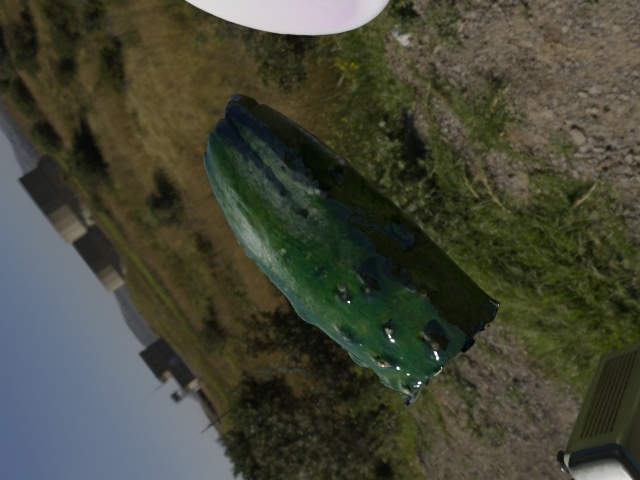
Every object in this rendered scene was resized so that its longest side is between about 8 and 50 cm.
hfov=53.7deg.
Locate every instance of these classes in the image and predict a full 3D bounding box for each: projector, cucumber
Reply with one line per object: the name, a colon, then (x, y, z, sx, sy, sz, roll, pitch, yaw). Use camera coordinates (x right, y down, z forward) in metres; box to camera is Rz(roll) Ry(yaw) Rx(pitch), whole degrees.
projector: (0.340, 0.227, 0.564, 0.269, 0.193, 0.088, 48, 137, -1)
cucumber: (-0.001, 0.000, 0.565, 0.325, 0.105, 0.145, 46, 162, 8)

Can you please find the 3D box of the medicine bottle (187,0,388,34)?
medicine bottle: (-0.011, -0.265, 0.366, 0.152, 0.254, 0.152, 9, 177, 0)
